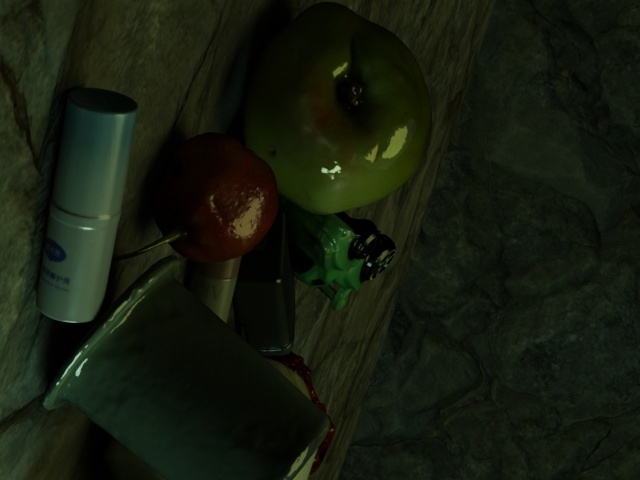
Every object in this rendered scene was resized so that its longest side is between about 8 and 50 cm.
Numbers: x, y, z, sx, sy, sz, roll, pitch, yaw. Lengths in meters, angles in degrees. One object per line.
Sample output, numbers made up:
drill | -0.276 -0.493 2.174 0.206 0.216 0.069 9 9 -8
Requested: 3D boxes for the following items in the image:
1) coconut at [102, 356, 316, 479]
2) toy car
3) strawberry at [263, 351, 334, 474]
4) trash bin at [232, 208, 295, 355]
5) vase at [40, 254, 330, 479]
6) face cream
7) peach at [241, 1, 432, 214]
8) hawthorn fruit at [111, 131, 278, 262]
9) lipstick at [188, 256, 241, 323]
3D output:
coconut | -0.158 0.308 1.689 0.323 0.323 0.322 19 90 -77
toy car | 0.000 0.000 2.081 0.176 0.213 0.359 -49 165 1
strawberry | -0.085 0.311 2.058 0.274 0.221 0.274 9 90 -71
trash bin | -0.095 0.079 1.933 0.236 0.101 0.176 88 4 -51
vase | -0.154 0.201 1.409 0.245 0.291 0.245 -48 178 -2
face cream | -0.255 -0.036 1.262 0.077 0.077 0.250 -42 149 -64
peach | 0.029 -0.188 1.759 0.315 0.282 0.314 100 8 -69
hawthorn fruit | -0.171 -0.023 1.491 0.285 0.165 0.165 -46 153 -43
lipstick | -0.153 0.015 1.759 0.070 0.070 0.254 -41 148 -65
